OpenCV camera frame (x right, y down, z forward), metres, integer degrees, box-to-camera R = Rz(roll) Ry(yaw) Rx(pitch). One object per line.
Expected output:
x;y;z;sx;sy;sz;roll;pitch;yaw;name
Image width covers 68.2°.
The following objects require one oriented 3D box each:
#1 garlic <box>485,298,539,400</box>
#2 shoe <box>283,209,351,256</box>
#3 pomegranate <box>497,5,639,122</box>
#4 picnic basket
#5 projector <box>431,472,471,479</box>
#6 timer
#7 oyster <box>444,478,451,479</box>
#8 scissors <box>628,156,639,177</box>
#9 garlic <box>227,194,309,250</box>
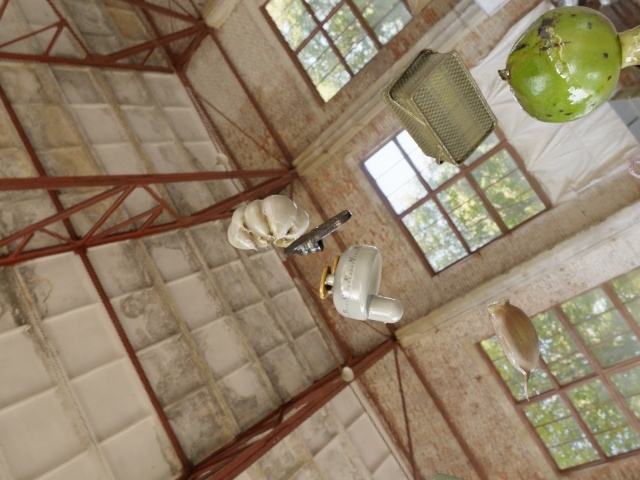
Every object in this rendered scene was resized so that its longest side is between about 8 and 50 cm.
0.549;0.293;1.309;0.149;0.128;0.266;-16;-113;-19;garlic
0.000;0.000;1.025;0.049;0.179;0.071;54;-161;-13;shoe
0.600;-0.420;1.096;0.260;0.341;0.260;37;-135;-49;pomegranate
0.295;-0.323;1.169;0.267;0.165;0.139;45;177;-30;picnic basket
0.404;0.751;1.187;0.259;0.079;0.257;13;-139;3;projector
0.141;0.134;1.447;0.233;0.240;0.233;9;-90;-73;timer
0.297;0.631;1.149;0.098;0.100;0.037;19;-172;-11;oyster
0.964;-0.164;1.335;0.212;0.110;0.021;54;173;6;scissors
-0.178;-0.062;1.633;0.281;0.184;0.203;2;-145;-10;garlic
